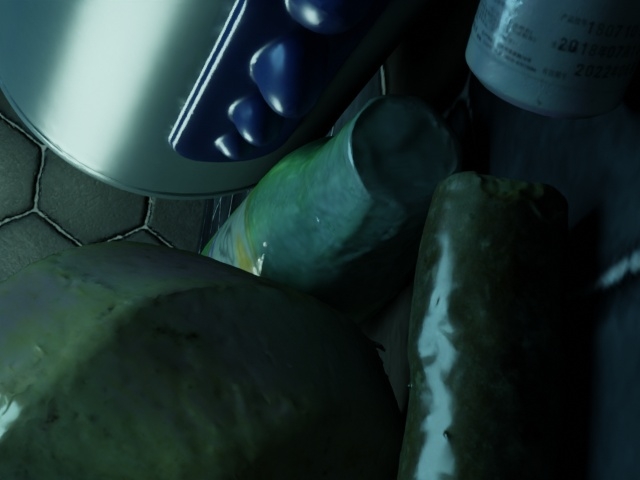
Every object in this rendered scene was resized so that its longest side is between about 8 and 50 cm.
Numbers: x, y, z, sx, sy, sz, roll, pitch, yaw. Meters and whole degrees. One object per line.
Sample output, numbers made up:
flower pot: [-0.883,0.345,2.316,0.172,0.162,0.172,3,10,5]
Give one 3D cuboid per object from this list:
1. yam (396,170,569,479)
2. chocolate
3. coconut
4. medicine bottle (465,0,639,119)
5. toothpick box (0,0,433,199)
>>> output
yam: [0.043,0.115,0.345,0.061,0.061,0.274,131,148,-73]
chocolate: [0.000,0.000,0.607,0.291,0.110,0.110,134,144,-69]
coconut: [-0.077,0.100,0.531,0.197,0.237,0.237,-60,7,-9]
medicine bottle: [0.079,-0.084,0.332,0.052,0.052,0.089,-96,17,-56]
toothpick box: [-0.040,-0.167,0.555,0.355,0.263,0.262,138,140,-66]
